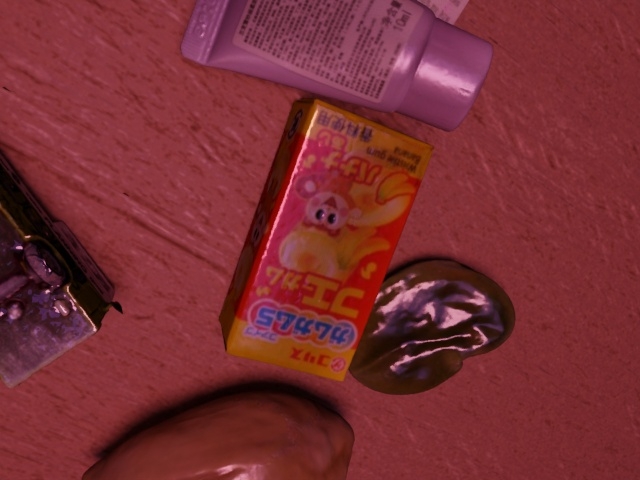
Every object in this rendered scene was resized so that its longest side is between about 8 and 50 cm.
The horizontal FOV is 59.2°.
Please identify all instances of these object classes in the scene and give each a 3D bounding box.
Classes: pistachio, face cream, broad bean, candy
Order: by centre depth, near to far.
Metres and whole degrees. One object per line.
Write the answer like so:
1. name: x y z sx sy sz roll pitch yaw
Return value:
1. face cream: 0.018 -0.194 0.531 0.274 0.096 0.154 23 103 -4
2. pistachio: -0.100 0.256 0.611 0.293 0.181 0.162 -17 69 -12
3. candy: 0.000 0.000 0.611 0.146 0.088 0.276 19 99 -18
4. broad bean: 0.127 0.101 0.672 0.207 0.072 0.153 -16 94 -8

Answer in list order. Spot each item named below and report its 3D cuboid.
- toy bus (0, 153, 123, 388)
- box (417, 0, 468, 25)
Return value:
1. toy bus: -0.314 -0.025 0.507 0.113 0.139 0.301 -34 100 -5
2. box: 0.042 -0.320 0.566 0.273 0.048 0.265 32 96 -17
